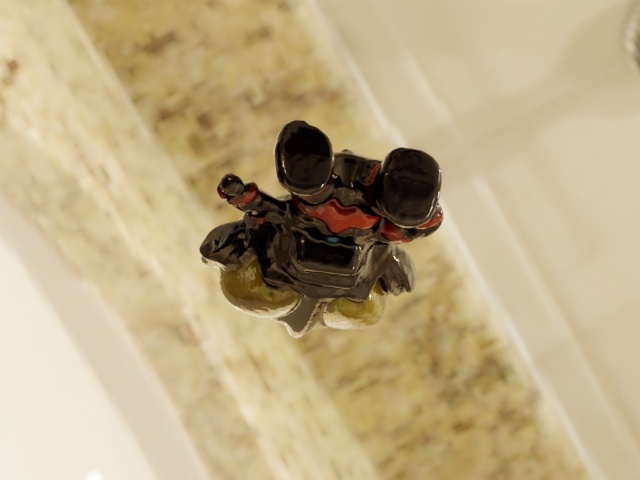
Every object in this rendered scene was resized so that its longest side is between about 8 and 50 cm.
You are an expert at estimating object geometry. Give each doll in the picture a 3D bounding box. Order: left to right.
[{"bbox_3d":[-0.002,0.002,1.108,0.127,0.088,0.249,38,-20,-1],"label":"doll"}]
